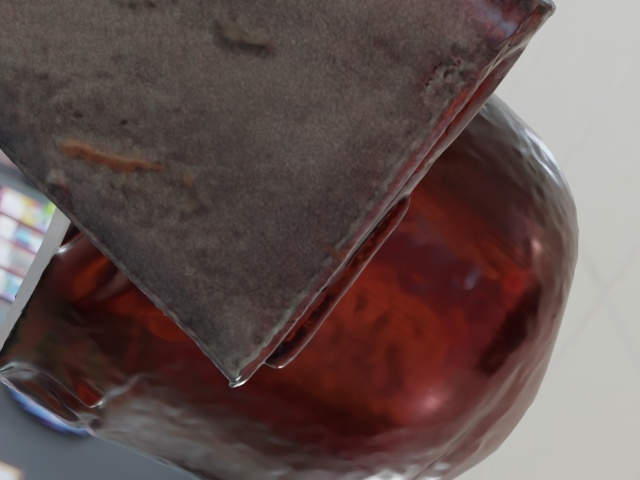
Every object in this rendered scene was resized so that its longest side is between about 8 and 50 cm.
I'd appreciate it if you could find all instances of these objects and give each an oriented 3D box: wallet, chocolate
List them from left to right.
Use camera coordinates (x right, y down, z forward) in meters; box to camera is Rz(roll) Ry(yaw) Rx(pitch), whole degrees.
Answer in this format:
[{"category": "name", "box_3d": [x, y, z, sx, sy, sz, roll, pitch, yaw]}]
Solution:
[{"category": "wallet", "box_3d": [-0.109, -0.134, 0.637, 0.191, 0.379, 0.046, -54, 169, 32]}, {"category": "chocolate", "box_3d": [0.000, 0.000, 1.139, 0.384, 0.331, 0.383, -62, -172, 15]}]
